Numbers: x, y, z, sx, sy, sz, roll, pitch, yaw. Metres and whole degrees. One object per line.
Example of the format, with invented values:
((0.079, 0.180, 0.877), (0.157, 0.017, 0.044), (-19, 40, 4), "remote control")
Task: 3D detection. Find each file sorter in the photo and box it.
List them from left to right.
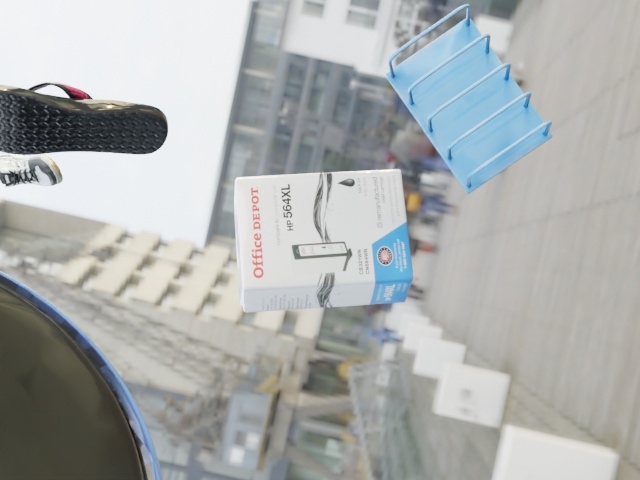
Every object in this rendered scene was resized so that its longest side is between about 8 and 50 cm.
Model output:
((0.166, -0.159, 1.364), (0.118, 0.170, 0.104), (-34, -7, 3), "file sorter")

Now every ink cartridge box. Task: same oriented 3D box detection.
((0.000, 0.000, 1.468), (0.086, 0.203, 0.148), (100, 165, -69), "ink cartridge box")

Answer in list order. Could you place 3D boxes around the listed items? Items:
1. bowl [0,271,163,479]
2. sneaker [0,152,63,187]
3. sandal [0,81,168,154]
((-0.273, 0.158, 0.706), (0.077, 0.391, 0.391), (-54, 16, 44), "bowl")
((-0.263, -0.058, 1.076), (0.037, 0.083, 0.032), (-42, -51, -37), "sneaker")
((-0.220, -0.106, 1.038), (0.067, 0.179, 0.040), (115, 150, -43), "sandal")
